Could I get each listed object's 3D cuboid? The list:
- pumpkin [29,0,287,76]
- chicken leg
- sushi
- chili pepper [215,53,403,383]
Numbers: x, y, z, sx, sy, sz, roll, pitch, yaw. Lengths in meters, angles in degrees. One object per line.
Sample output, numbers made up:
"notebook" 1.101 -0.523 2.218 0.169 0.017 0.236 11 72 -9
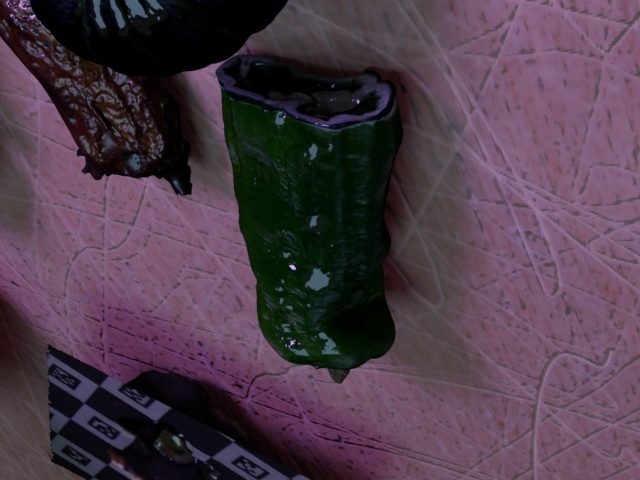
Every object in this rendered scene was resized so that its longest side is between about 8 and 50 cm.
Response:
"pumpkin" -0.102 -0.193 0.740 0.194 0.150 0.194 9 133 10
"chicken leg" -0.170 -0.120 0.925 0.105 0.063 0.234 -18 123 20
"sushi" -0.114 0.216 1.259 0.339 0.069 0.320 26 149 6
"chili pepper" 0.000 0.000 0.919 0.136 0.099 0.270 5 131 16
